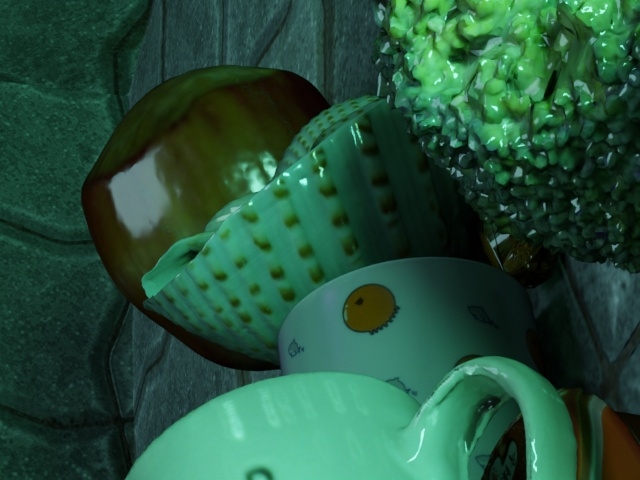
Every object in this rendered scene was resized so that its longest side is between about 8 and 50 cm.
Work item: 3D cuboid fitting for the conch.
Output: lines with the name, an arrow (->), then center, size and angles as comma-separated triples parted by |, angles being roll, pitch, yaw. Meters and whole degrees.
conch -> 0.014, 0.010, 1.225 | 0.319, 0.215, 0.303 | -43, -2, 2

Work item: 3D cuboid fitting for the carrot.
carrot -> 0.160, -0.072, 1.149 | 0.069, 0.069, 0.229 | 127, 146, -61

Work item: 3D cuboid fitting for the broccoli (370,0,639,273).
broccoli -> 0.162, -0.132, 0.819 | 0.375, 0.249, 0.302 | -150, 63, -78

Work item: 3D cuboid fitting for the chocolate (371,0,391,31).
chocolate -> 0.115, -0.298, 1.294 | 0.248, 0.110, 0.110 | 117, 153, -45

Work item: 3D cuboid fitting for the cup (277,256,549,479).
cup -> 0.087, 0.199, 1.040 | 0.212, 0.212, 0.317 | 115, 154, -49

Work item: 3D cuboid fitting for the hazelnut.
hazelnut -> -0.104, -0.028, 1.619 | 0.366, 0.365, 0.366 | -175, 90, -74

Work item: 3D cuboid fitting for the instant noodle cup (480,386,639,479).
instant noodle cup -> 0.200, 0.203, 0.685 | 0.250, 0.192, 0.250 | -175, 90, -73

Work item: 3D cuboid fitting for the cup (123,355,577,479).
cup -> 0.036, 0.181, 0.657 | 0.258, 0.186, 0.234 | -49, 39, 17
